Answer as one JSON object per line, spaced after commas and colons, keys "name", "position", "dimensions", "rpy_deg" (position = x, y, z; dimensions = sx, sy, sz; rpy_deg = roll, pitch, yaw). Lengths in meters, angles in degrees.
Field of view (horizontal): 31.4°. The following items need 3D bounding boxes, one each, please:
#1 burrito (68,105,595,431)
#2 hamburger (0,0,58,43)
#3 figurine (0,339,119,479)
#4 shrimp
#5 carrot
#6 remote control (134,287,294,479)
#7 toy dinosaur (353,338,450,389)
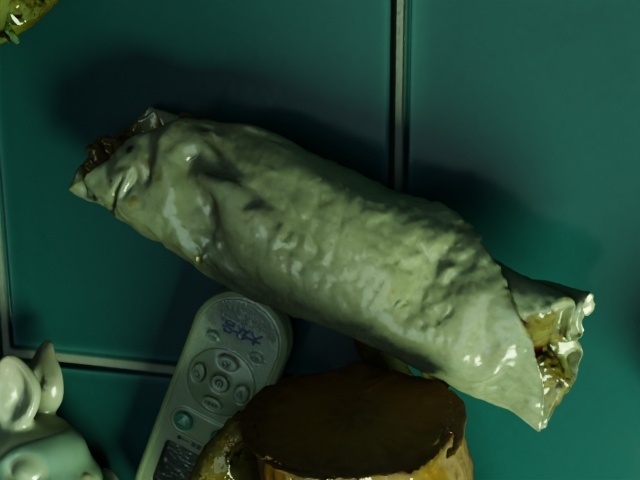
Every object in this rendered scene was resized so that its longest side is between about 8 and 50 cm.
{"name": "burrito", "position": [0.000, 0.000, 0.796], "dimensions": [0.392, 0.076, 0.117], "rpy_deg": [25, 97, 17]}
{"name": "hamburger", "position": [-0.284, -0.231, 0.810], "dimensions": [0.189, 0.122, 0.215], "rpy_deg": [2, 102, 20]}
{"name": "figurine", "position": [-0.218, 0.213, 0.910], "dimensions": [0.155, 0.127, 0.235], "rpy_deg": [29, 111, 32]}
{"name": "shrimp", "position": [-0.056, 0.241, 0.887], "dimensions": [0.117, 0.066, 0.262], "rpy_deg": [-6, 125, -27]}
{"name": "carrot", "position": [0.051, 0.216, 0.783], "dimensions": [0.196, 0.196, 0.254], "rpy_deg": [-1, 113, 17]}
{"name": "remote control", "position": [-0.084, 0.134, 0.895], "dimensions": [0.078, 0.042, 0.221], "rpy_deg": [25, 111, 8]}
{"name": "toy dinosaur", "position": [0.041, 0.081, 0.844], "dimensions": [0.126, 0.039, 0.162], "rpy_deg": [32, 104, 12]}
